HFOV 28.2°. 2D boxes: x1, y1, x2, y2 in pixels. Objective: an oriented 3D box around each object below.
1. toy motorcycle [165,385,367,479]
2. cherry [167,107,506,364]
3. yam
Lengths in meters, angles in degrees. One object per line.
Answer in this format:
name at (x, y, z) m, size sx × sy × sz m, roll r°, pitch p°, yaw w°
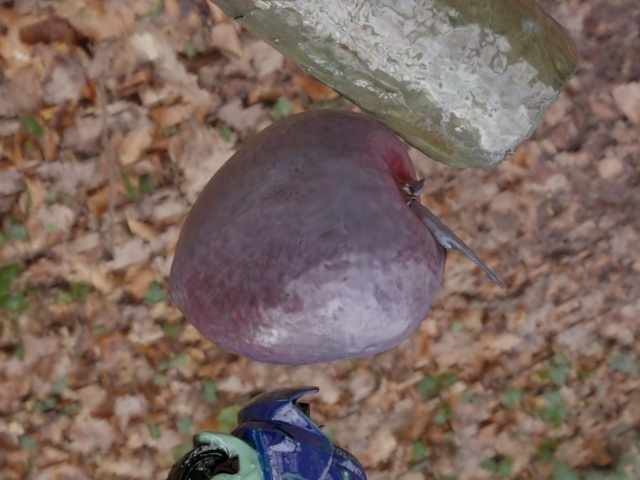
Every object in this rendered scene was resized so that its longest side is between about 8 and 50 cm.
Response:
toy motorcycle at (0.006, 0.262, 1.229) m, size 0.331 × 0.196 × 0.125 m, roll 35°, pitch 146°, yaw -20°
cherry at (0.000, 0.000, 1.047) m, size 0.266 × 0.213 × 0.183 m, roll -16°, pitch 140°, yaw 2°
yam at (-0.001, -0.118, 0.529) m, size 0.259 × 0.093 × 0.093 m, roll 32°, pitch 119°, yaw -30°
